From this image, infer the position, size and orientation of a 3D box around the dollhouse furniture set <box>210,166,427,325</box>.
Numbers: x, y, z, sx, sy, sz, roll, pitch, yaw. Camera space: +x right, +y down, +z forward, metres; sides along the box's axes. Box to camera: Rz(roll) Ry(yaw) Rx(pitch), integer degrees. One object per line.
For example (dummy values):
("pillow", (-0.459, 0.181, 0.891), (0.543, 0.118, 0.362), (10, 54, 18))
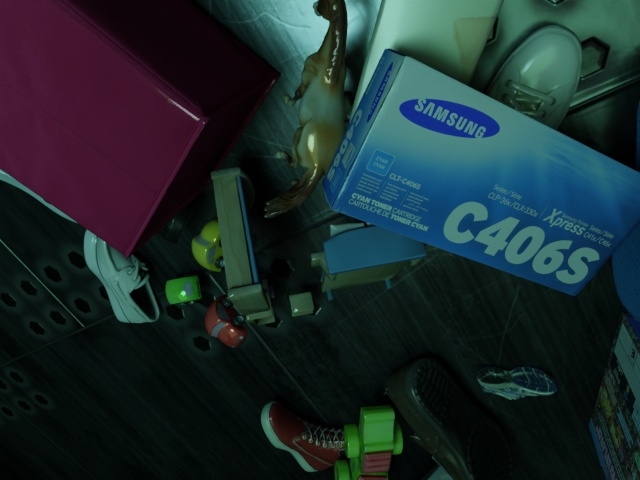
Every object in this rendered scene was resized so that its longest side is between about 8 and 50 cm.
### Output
("dollhouse furniture set", (0.000, 0.000, 0.742), (0.304, 0.198, 0.286), (-10, 161, -5))

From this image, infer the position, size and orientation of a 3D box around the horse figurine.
("horse figurine", (-0.011, -0.154, 0.550), (0.066, 0.174, 0.263), (9, 88, -23))

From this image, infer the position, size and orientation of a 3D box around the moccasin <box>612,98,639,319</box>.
("moccasin", (0.464, -0.049, 0.537), (0.138, 0.117, 0.341), (33, 136, 52))

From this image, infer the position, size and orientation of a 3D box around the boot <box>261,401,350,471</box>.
("boot", (-0.009, 0.442, 1.010), (0.176, 0.088, 0.244), (-23, 120, 26))

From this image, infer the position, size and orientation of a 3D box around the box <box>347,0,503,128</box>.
("box", (0.115, -0.200, 0.546), (0.121, 0.148, 0.311), (18, 125, 4))

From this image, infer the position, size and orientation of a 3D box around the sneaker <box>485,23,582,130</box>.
("sneaker", (0.245, -0.122, 0.570), (0.106, 0.123, 0.290), (23, 123, 4))

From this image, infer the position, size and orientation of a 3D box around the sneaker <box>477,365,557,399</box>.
("sneaker", (0.367, 0.271, 0.822), (0.135, 0.052, 0.058), (2, 131, 23))

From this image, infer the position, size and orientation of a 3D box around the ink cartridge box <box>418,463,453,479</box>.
("ink cartridge box", (0.219, 0.628, 0.965), (0.121, 0.211, 0.289), (45, 129, 25))

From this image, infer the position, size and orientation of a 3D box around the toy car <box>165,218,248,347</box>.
("toy car", (-0.240, 0.092, 0.836), (0.225, 0.053, 0.238), (-15, 83, 42))

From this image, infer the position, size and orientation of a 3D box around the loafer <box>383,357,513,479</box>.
("loafer", (0.261, 0.382, 0.886), (0.365, 0.134, 0.130), (56, 146, -9))

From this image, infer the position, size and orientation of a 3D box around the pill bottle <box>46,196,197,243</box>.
("pill bottle", (-0.332, -0.078, 0.746), (0.219, 0.122, 0.122), (24, 125, -17))

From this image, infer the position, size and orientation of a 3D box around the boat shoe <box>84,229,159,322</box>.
("boat shoe", (-0.393, 0.069, 0.897), (0.084, 0.095, 0.258), (3, 132, 10))

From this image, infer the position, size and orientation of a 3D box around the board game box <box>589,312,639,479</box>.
("board game box", (0.546, 0.298, 0.671), (0.141, 0.232, 0.290), (1, 121, 15))

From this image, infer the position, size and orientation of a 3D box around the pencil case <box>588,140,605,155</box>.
("pencil case", (0.334, -0.064, 0.612), (0.070, 0.064, 0.152), (31, 125, -23))

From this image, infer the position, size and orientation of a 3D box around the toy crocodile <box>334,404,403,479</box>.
("toy crocodile", (0.102, 0.472, 0.917), (0.115, 0.105, 0.340), (2, 121, -9))

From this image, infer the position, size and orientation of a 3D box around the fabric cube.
("fabric cube", (-0.257, -0.188, 0.594), (0.258, 0.254, 0.259), (38, 123, -8))

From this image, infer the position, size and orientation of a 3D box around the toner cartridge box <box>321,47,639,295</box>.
("toner cartridge box", (0.194, -0.062, 0.496), (0.348, 0.075, 0.165), (18, 115, -17))

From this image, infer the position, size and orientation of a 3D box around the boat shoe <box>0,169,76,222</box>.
("boat shoe", (-0.530, -0.149, 0.801), (0.302, 0.109, 0.094), (34, 109, -16))
